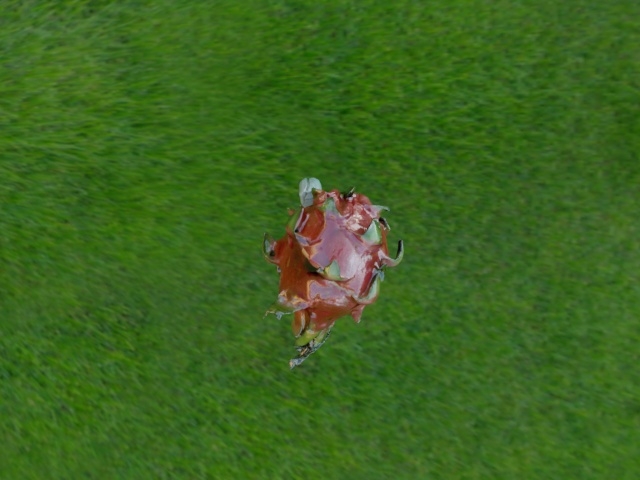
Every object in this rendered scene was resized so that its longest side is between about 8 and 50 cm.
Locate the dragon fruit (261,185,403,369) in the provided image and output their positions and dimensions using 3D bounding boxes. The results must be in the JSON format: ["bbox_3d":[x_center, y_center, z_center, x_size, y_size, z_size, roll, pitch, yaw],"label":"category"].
[{"bbox_3d":[-0.001,0.046,1.391,0.137,0.135,0.235,17,114,-35],"label":"dragon fruit"}]

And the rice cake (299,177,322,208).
[{"bbox_3d":[0.000,0.001,1.469,0.029,0.033,0.170,-7,126,5],"label":"rice cake"}]
